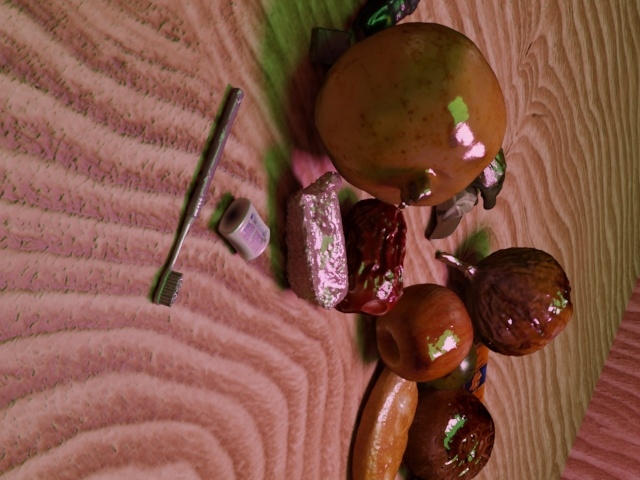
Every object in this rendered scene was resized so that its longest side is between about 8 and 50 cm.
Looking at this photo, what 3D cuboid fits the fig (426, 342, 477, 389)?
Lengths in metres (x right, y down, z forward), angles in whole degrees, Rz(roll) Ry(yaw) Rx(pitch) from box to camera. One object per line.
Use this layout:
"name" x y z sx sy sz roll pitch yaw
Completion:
"fig" 0.320 0.265 2.122 0.259 0.151 0.151 -52 144 -63

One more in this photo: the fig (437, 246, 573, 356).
"fig" 0.432 0.126 2.140 0.369 0.286 0.286 22 80 -24

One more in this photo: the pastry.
"pastry" -0.009 -0.007 1.508 0.103 0.112 0.265 -22 126 -40

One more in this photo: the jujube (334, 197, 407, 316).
"jujube" 0.092 0.036 1.649 0.155 0.155 0.230 42 56 -55

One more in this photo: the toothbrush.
"toothbrush" -0.177 -0.067 1.288 0.024 0.029 0.354 47 60 -68

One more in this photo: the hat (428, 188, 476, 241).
"hat" 0.304 -0.065 2.031 0.166 0.081 0.122 -54 -177 -10

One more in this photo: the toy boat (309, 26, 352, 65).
"toy boat" 0.020 -0.343 1.517 0.115 0.016 0.063 -10 109 -56

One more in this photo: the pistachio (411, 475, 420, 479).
"pistachio" 0.269 0.641 2.229 0.089 0.049 0.173 -47 145 -3

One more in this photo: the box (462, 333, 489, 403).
"box" 0.393 0.376 2.316 0.152 0.070 0.237 -22 117 -53

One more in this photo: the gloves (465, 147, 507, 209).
"gloves" 0.400 -0.174 2.108 0.135 0.107 0.268 -33 138 -8

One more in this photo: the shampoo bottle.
"shampoo bottle" -0.119 -0.014 1.386 0.072 0.043 0.099 -62 146 -23

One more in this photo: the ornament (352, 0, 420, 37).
"ornament" 0.161 -0.378 1.653 0.202 0.080 0.236 -51 131 -28

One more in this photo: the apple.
"apple" 0.220 0.197 1.844 0.188 0.211 0.211 -18 118 -29

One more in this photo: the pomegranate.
"pomegranate" 0.158 -0.196 1.469 0.342 0.343 0.342 -26 122 -52

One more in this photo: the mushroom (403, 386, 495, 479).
"mushroom" 0.326 0.483 2.146 0.297 0.163 0.278 36 64 -40

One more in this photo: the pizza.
"pizza" 0.147 0.436 1.940 0.182 0.074 0.365 7 94 -57
